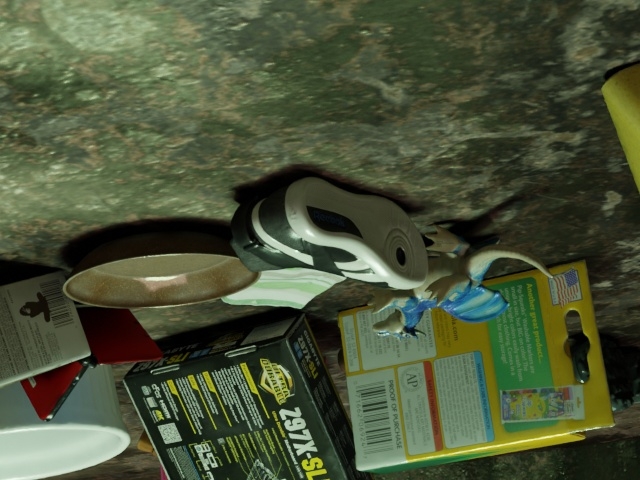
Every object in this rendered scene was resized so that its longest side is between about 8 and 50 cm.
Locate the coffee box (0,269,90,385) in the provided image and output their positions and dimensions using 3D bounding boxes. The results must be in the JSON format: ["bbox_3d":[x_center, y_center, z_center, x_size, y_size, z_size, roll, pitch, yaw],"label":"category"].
[{"bbox_3d":[-0.371,0.112,1.297,0.141,0.098,0.246,-21,177,38],"label":"coffee box"}]

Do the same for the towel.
[{"bbox_3d":[-0.032,0.045,1.461,0.113,0.023,0.152,2,161,-29],"label":"towel"}]

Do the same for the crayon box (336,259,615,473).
[{"bbox_3d":[0.193,0.159,1.615,0.323,0.203,0.083,-14,162,22],"label":"crayon box"}]

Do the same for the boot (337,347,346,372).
[{"bbox_3d":[0.165,0.174,1.849,0.207,0.090,0.248,-13,159,26],"label":"boot"}]

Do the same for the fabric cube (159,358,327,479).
[{"bbox_3d":[-0.114,0.335,1.998,0.258,0.254,0.259,-6,163,-8],"label":"fabric cube"}]

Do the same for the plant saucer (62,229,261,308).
[{"bbox_3d":[-0.160,0.027,1.329,0.199,0.036,0.198,-7,164,-2],"label":"plant saucer"}]

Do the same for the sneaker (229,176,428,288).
[{"bbox_3d":[0.000,0.000,1.249,0.121,0.079,0.217,-14,154,34],"label":"sneaker"}]

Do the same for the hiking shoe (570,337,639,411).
[{"bbox_3d":[0.428,0.227,2.090,0.132,0.113,0.304,-16,161,26],"label":"hiking shoe"}]

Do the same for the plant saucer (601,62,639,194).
[{"bbox_3d":[0.427,-0.046,1.068,0.333,0.081,0.333,-12,144,19],"label":"plant saucer"}]

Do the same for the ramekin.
[{"bbox_3d":[-0.380,0.204,1.628,0.277,0.135,0.277,-9,160,-3],"label":"ramekin"}]

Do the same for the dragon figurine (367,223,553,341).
[{"bbox_3d":[0.147,0.041,1.408,0.289,0.085,0.144,-20,159,39],"label":"dragon figurine"}]

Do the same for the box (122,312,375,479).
[{"bbox_3d":[-0.080,0.276,1.721,0.257,0.322,0.079,-17,-165,25],"label":"box"}]

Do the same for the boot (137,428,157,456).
[{"bbox_3d":[-0.209,0.318,2.218,0.152,0.073,0.197,13,-163,10],"label":"boot"}]

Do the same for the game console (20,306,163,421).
[{"bbox_3d":[-0.257,0.131,1.444,0.085,0.124,0.144,32,-176,-33],"label":"game console"}]
